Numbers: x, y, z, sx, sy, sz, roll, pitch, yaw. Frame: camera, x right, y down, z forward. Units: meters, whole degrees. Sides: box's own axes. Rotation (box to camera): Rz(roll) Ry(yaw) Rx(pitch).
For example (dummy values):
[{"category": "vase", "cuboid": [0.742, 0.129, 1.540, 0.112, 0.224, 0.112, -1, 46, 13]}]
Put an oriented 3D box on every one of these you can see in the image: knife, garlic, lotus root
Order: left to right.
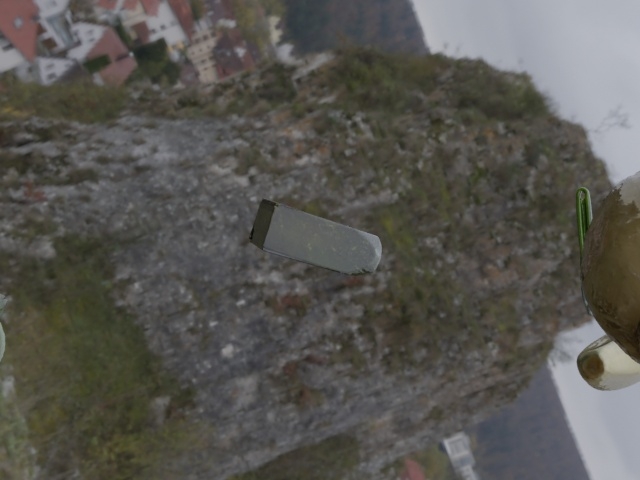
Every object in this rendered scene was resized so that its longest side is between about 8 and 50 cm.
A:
[{"category": "knife", "cuboid": [0.366, 0.014, 1.172, 0.026, 0.022, 0.184, 62, 29, -72]}, {"category": "garlic", "cuboid": [0.215, 0.084, 0.609, 0.041, 0.083, 0.053, 65, -30, 17]}, {"category": "lotus root", "cuboid": [0.149, 0.007, 0.362, 0.150, 0.073, 0.062, -53, 159, -52]}]

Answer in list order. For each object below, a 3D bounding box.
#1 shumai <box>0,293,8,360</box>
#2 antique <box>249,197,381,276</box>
[{"category": "shumai", "cuboid": [-0.790, 0.149, 1.638, 0.348, 0.395, 0.395, -104, 171, -50]}, {"category": "antique", "cuboid": [0.000, 0.000, 1.436, 0.080, 0.221, 0.081, 29, -78, 67]}]
